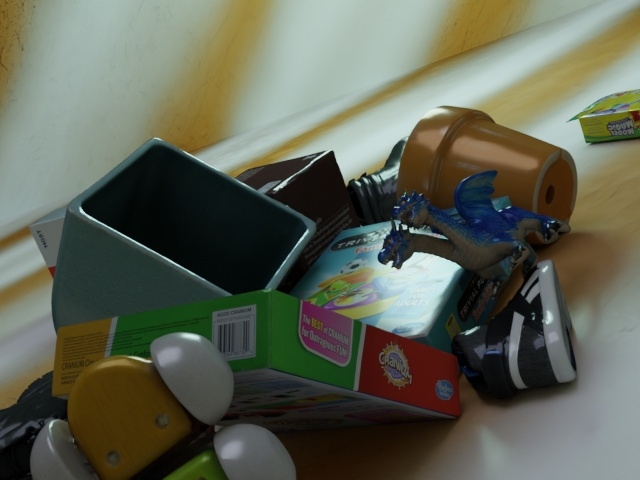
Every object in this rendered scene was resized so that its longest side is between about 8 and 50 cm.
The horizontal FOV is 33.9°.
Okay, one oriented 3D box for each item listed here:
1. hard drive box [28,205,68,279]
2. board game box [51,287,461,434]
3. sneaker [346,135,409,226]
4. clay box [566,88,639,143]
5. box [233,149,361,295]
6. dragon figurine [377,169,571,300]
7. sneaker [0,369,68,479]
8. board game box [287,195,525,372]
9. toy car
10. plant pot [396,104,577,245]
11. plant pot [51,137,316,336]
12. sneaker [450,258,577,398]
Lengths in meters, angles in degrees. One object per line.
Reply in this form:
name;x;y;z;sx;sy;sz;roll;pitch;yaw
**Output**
hard drive box;-0.409;0.015;1.982;0.232;0.181;0.089;-12;18;33
board game box;-0.048;0.126;0.979;0.242;0.064;0.316;-11;-21;32
sneaker;0.111;-0.103;1.832;0.146;0.105;0.296;-15;19;2
clay box;0.536;-0.215;1.755;0.127;0.053;0.222;-32;17;-35
box;-0.052;0.005;1.490;0.167;0.203;0.168;-10;18;36
dragon figurine;0.183;-0.021;1.176;0.289;0.144;0.085;-27;-30;-46
sneaker;-0.362;0.245;1.270;0.130;0.109;0.286;3;30;44
board game box;0.080;0.072;1.270;0.253;0.079;0.336;-12;22;31
toy car;-0.110;0.167;0.784;0.159;0.182;0.136;-36;-9;2
plant pot;0.237;-0.073;1.430;0.187;0.205;0.205;12;33;37
plant pot;-0.191;0.067;1.311;0.252;0.247;0.248;-63;-3;29
sneaker;0.196;0.088;1.098;0.121;0.079;0.217;-16;16;16
